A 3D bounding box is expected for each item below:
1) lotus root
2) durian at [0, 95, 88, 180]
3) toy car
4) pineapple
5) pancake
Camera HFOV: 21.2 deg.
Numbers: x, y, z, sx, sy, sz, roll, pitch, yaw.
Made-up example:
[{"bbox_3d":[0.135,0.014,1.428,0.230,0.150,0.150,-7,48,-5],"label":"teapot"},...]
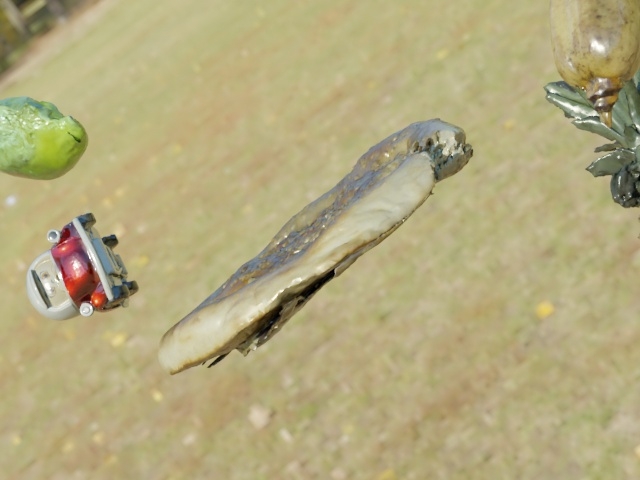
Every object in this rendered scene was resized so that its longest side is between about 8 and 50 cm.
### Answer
[{"bbox_3d":[0.200,-0.152,1.225,0.072,0.063,0.152,-23,62,43],"label":"lotus root"},{"bbox_3d":[-0.424,-0.146,2.484,0.250,0.139,0.101,9,74,32],"label":"durian"},{"bbox_3d":[-0.276,0.044,1.928,0.112,0.112,0.139,-27,-10,3],"label":"toy car"},{"bbox_3d":[0.315,-0.065,1.613,0.119,0.277,0.130,-9,-34,-19],"label":"pineapple"},{"bbox_3d":[0.001,0.001,1.709,0.382,0.071,0.382,-38,5,4],"label":"pancake"}]
